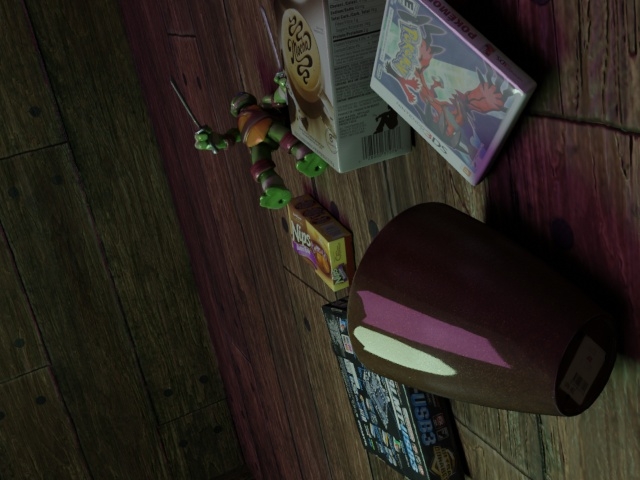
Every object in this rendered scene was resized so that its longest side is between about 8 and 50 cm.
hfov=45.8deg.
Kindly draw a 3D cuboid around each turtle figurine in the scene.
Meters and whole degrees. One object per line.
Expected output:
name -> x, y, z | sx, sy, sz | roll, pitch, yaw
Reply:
turtle figurine -> -0.123, -0.207, 1.343 | 0.266, 0.197, 0.275 | 55, 159, 30

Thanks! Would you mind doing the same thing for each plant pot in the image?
plant pot -> 0.183, 0.090, 0.804 | 0.230, 0.215, 0.216 | 23, 131, 47

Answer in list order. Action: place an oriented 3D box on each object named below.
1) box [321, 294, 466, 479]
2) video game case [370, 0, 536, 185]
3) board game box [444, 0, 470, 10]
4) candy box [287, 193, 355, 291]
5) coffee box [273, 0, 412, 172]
box -> 0.117, 0.250, 1.297 | 0.293, 0.073, 0.296 | -2, 105, 70
video game case -> 0.131, -0.167, 0.817 | 0.183, 0.023, 0.201 | 47, 163, 14
board game box -> 0.127, -0.360, 0.702 | 0.316, 0.064, 0.242 | -5, 104, 71
candy box -> 0.000, 0.000, 1.414 | 0.186, 0.053, 0.109 | 44, 147, 51
coffee box -> 0.025, -0.263, 0.990 | 0.168, 0.118, 0.297 | -134, 31, -53
